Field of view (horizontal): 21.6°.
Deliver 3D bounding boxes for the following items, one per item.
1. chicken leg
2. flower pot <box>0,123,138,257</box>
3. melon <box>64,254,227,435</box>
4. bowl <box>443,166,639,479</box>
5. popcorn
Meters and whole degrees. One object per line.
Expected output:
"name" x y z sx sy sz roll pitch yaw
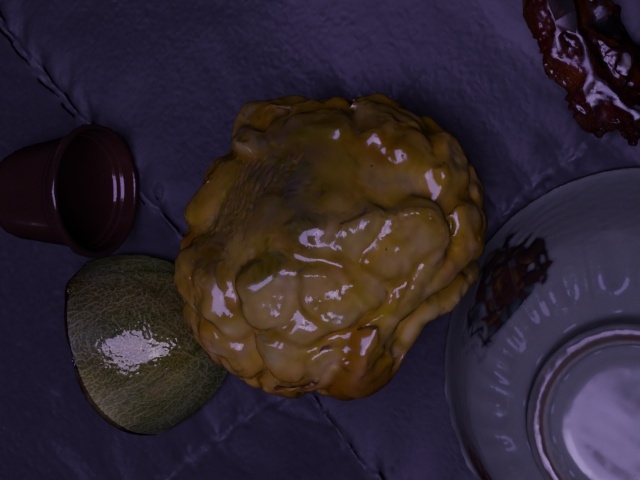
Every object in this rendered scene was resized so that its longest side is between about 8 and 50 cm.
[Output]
"chicken leg" 0.197 -0.173 1.258 0.089 0.048 0.219 -22 87 -4
"flower pot" -0.218 -0.041 1.392 0.089 0.111 0.111 1 100 33
"melon" -0.144 0.083 1.392 0.128 0.079 0.160 -22 92 21
"bowl" 0.237 0.118 1.238 0.337 0.157 0.337 3 99 17
"popcorn" 0.000 0.000 1.269 0.250 0.190 0.250 -9 56 13
